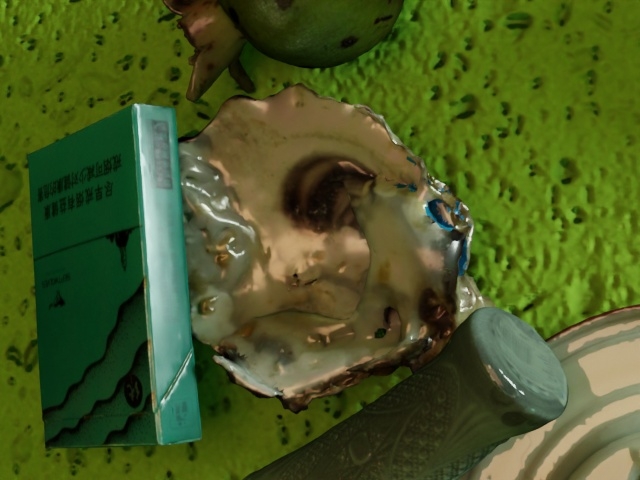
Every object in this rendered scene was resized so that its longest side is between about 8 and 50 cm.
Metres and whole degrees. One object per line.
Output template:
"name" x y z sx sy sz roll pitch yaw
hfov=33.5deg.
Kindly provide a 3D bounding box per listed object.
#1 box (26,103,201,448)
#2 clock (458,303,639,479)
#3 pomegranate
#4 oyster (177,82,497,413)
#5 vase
"box" -0.152 0.033 0.758 0.161 0.042 0.226 -15 79 49
"clock" 0.219 0.193 0.622 0.319 0.080 0.318 -2 84 19
"pomegranate" -0.022 -0.179 0.724 0.169 0.149 0.148 -17 78 44
"oyster" 0.000 0.000 0.717 0.214 0.083 0.222 -12 81 17
"vase" 0.047 0.130 0.649 0.219 0.096 0.096 -44 72 30
